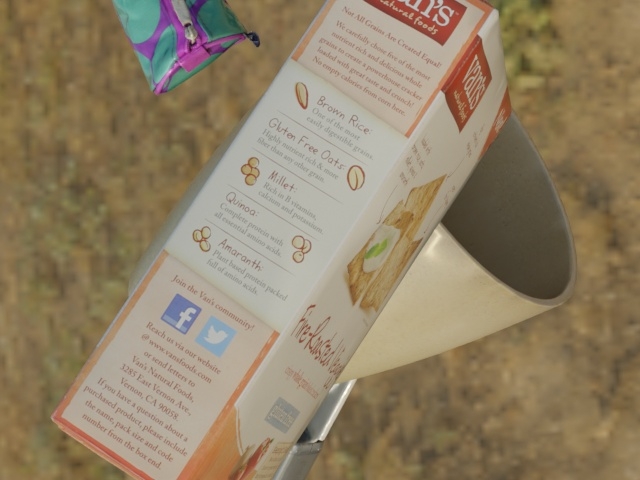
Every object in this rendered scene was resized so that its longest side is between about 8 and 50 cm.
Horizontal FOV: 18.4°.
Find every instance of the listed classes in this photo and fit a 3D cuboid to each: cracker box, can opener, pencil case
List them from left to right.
[{"bbox_3d":[-0.095,-0.159,1.062,0.151,0.064,0.070,63,171,-1],"label":"pencil case"},{"bbox_3d":[-0.016,0.175,1.770,0.076,0.095,0.283,47,124,34],"label":"can opener"},{"bbox_3d":[-0.007,0.004,0.836,0.067,0.156,0.232,31,85,13],"label":"cracker box"}]

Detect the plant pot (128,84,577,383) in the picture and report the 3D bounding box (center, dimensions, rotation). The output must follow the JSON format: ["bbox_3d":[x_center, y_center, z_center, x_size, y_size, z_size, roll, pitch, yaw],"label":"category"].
[{"bbox_3d":[0.000,0.000,1.434,0.274,0.256,0.256,-33,61,26],"label":"plant pot"}]
